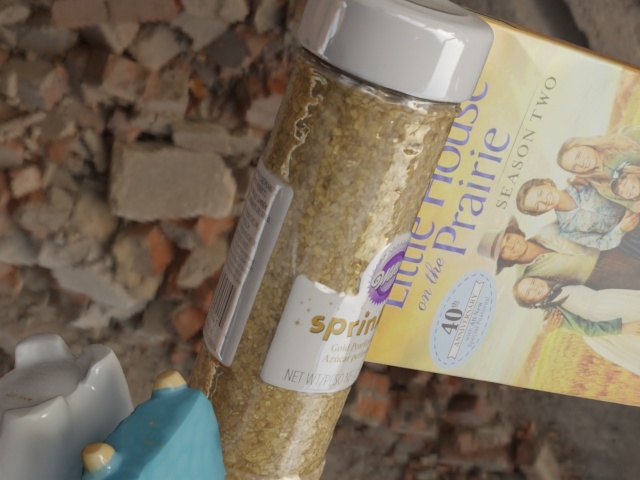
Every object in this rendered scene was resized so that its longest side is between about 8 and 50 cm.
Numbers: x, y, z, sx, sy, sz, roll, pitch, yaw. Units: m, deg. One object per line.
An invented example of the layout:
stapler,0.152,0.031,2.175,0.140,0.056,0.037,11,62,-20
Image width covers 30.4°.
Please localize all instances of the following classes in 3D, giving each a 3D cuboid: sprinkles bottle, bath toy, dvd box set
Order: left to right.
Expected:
bath toy,-0.215,0.123,0.654,0.348,0.151,0.129,11,123,33
sprinkles bottle,0.000,0.000,0.805,0.121,0.121,0.355,16,111,-10
dvd box set,0.206,-0.017,1.035,0.420,0.062,0.308,13,106,-27
